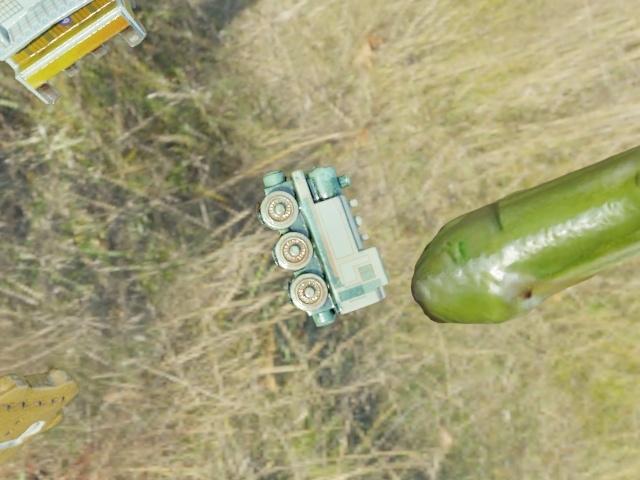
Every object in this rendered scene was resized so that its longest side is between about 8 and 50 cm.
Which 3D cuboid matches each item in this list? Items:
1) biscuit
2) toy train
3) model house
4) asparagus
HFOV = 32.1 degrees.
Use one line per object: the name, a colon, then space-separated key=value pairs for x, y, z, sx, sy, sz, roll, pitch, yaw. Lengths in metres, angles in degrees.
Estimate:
biscuit: x=-0.385 y=0.228 z=1.284 sx=0.184 sy=0.249 sz=0.035 roll=3 pitch=51 yaw=-58
toy train: x=0.000 y=0.000 z=1.324 sx=0.125 sy=0.081 sz=0.194 roll=-19 pitch=91 yaw=-5
model house: x=-0.380 y=-0.350 z=1.533 sx=0.215 sy=0.224 sz=0.198 roll=47 pitch=18 yaw=-48
asparagus: x=0.218 y=-0.031 z=0.724 sx=0.085 sy=0.343 sz=0.082 roll=0 pitch=66 yaw=-66
